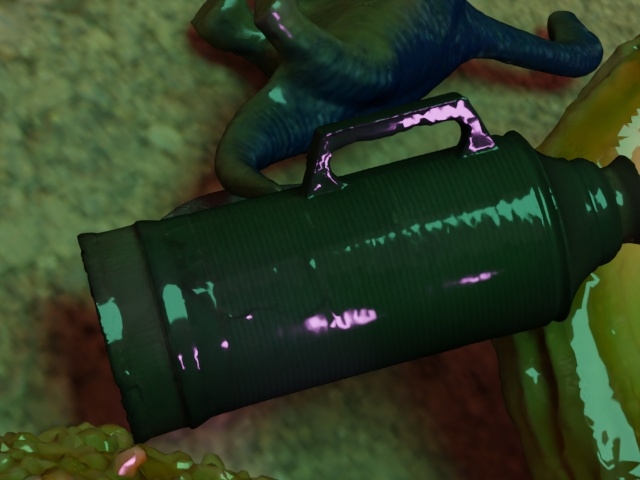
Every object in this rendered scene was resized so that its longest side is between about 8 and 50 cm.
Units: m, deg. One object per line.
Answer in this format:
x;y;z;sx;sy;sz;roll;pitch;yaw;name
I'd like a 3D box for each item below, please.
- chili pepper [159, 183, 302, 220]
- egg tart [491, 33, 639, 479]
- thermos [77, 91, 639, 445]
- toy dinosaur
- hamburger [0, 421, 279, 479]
0.000;0.001;0.677;0.153;0.041;0.050;-7;45;-22;chili pepper
0.202;0.047;0.703;0.315;0.120;0.315;4;74;-14;egg tart
0.017;0.005;0.600;0.188;0.073;0.083;-15;82;-8;thermos
0.041;-0.060;0.732;0.188;0.075;0.247;36;40;-21;toy dinosaur
-0.051;0.186;0.424;0.302;0.170;0.302;18;53;-25;hamburger
